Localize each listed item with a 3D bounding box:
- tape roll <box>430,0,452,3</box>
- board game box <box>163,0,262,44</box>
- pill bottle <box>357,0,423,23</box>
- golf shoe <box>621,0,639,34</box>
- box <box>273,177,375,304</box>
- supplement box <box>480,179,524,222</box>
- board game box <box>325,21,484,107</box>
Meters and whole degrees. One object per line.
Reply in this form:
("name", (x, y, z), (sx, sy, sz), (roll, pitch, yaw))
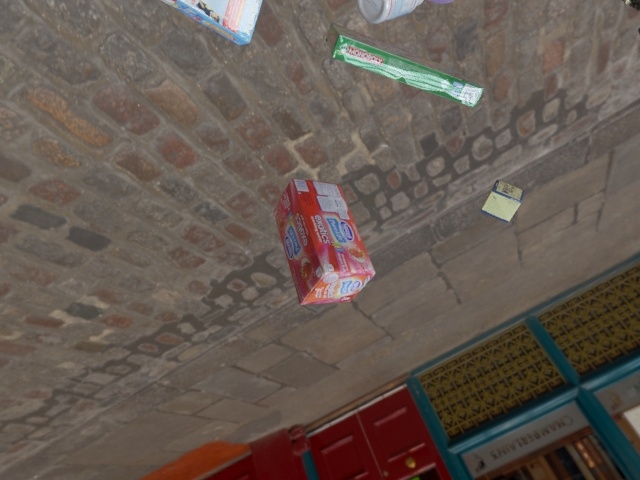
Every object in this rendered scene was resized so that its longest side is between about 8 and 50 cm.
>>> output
("tape roll", (0.460, -1.103, 1.767), (0.274, 0.274, 0.090), (22, 100, -48))
("board game box", (-0.333, -0.864, 1.412), (0.301, 0.086, 0.309), (16, 92, -40))
("pill bottle", (0.162, -0.540, 0.952), (0.160, 0.087, 0.087), (-34, 155, -33))
("golf shoe", (0.460, -0.329, 0.544), (0.272, 0.105, 0.120), (17, 133, -37))
("box", (0.000, 0.000, 0.941), (0.128, 0.257, 0.123), (2, 142, -31))
("supplement box", (0.510, -0.110, 1.206), (0.056, 0.083, 0.083), (-52, 162, -42))
("board game box", (0.171, -0.385, 0.937), (0.316, 0.214, 0.046), (14, 121, -13))
